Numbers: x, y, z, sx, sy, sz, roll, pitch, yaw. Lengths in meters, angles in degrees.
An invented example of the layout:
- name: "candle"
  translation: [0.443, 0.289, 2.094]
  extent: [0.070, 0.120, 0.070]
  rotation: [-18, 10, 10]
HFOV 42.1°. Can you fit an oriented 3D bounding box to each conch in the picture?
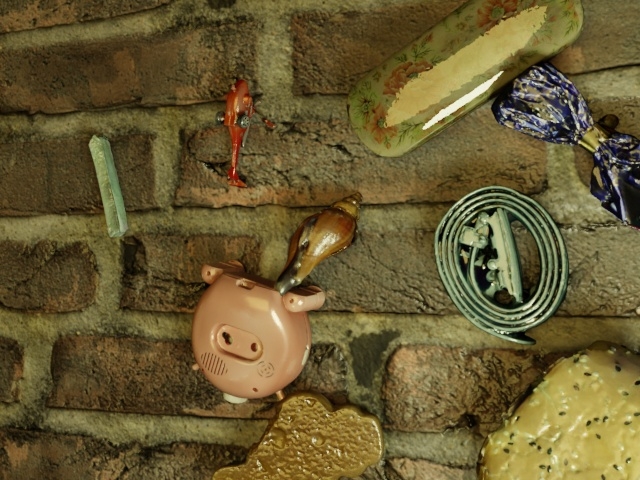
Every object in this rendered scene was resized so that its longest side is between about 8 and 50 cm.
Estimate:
- name: "conch"
  translation: [-0.001, -0.006, 1.451]
  extent: [0.233, 0.080, 0.086]
  rotation: [-32, 58, -25]

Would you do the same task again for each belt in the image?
- name: "belt"
  translation: [0.299, 0.042, 1.353]
  extent: [0.207, 0.116, 0.267]
  rotation: [-24, 78, 14]

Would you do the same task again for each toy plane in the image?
- name: "toy plane"
  translation: [-0.163, -0.203, 1.563]
  extent: [0.126, 0.077, 0.194]
  rotation: [35, 110, 27]

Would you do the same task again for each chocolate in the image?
- name: "chocolate"
  translation: [0.439, -0.146, 1.312]
  extent: [0.343, 0.126, 0.148]
  rotation: [43, 61, 13]

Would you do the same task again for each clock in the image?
- name: "clock"
  translation: [-0.133, 0.177, 1.502]
  extent: [0.227, 0.142, 0.241]
  rotation: [17, 98, 20]

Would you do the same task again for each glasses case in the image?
- name: "glasses case"
  translation: [0.237, -0.297, 1.397]
  extent: [0.425, 0.098, 0.156]
  rotation: [-33, 82, 16]

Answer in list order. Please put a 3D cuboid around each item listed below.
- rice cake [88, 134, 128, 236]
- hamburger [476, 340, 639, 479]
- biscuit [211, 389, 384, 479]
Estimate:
- name: "rice cake"
  translation: [-0.426, -0.109, 1.671]
  extent: [0.034, 0.043, 0.210]
  rotation: [-15, 83, 15]
- name: "hamburger"
  translation: [0.420, 0.332, 1.233]
  extent: [0.318, 0.195, 0.277]
  rotation: [-52, 54, 8]
- name: "biscuit"
  translation: [-0.045, 0.374, 1.468]
  extent: [0.320, 0.047, 0.183]
  rotation: [-34, 84, 7]
